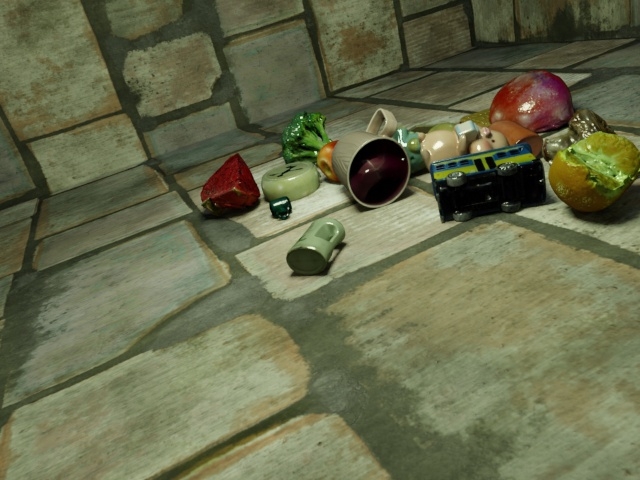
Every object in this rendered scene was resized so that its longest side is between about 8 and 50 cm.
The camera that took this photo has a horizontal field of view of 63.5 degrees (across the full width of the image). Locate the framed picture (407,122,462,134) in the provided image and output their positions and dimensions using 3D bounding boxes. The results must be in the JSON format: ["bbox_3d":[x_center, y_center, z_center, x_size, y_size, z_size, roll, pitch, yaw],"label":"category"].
[{"bbox_3d":[0.483,-0.464,2.227,0.289,0.020,0.211,7,33,41],"label":"framed picture"}]

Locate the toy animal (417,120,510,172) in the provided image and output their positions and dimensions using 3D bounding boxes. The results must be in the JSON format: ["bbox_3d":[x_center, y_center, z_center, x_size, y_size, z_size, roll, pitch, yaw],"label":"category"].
[{"bbox_3d":[0.451,-0.272,1.598,0.256,0.213,0.195,-14,46,19],"label":"toy animal"}]

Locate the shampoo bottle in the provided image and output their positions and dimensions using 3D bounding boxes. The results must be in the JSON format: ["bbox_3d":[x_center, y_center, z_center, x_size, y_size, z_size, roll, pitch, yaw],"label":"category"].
[{"bbox_3d":[0.000,0.000,1.444,0.118,0.087,0.234,-6,26,26],"label":"shampoo bottle"}]

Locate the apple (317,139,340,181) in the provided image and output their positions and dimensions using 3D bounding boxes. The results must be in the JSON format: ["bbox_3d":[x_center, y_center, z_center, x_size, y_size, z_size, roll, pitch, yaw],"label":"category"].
[{"bbox_3d":[0.070,-0.304,1.969,0.139,0.163,0.163,-37,31,-24],"label":"apple"}]

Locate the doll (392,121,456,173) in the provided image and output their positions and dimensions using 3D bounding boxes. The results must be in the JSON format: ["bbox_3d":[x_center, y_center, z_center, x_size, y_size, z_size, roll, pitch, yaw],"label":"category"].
[{"bbox_3d":[0.387,-0.321,1.803,0.260,0.161,0.177,-6,-13,22],"label":"doll"}]

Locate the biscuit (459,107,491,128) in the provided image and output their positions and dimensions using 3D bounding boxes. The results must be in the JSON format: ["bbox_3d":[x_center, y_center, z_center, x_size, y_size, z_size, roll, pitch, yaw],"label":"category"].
[{"bbox_3d":[0.728,-0.521,2.162,0.254,0.029,0.172,-22,32,-15],"label":"biscuit"}]

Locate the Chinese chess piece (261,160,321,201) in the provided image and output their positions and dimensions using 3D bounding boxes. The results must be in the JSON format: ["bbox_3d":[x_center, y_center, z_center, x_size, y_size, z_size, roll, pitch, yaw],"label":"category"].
[{"bbox_3d":[-0.115,-0.230,2.002,0.237,0.092,0.238,-13,23,6],"label":"Chinese chess piece"}]

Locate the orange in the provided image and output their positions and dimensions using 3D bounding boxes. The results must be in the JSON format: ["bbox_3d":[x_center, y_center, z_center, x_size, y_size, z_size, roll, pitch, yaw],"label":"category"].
[{"bbox_3d":[0.666,-0.163,1.284,0.237,0.158,0.179,-34,68,-33],"label":"orange"}]

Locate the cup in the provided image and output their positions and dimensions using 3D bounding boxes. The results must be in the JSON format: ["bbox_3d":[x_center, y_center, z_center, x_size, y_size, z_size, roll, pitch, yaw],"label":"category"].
[{"bbox_3d":[0.156,-0.280,1.721,0.208,0.288,0.273,-10,20,-8],"label":"cup"}]

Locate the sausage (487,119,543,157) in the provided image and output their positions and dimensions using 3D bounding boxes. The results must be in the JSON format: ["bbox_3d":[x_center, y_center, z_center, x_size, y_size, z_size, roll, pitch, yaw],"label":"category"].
[{"bbox_3d":[0.656,-0.350,1.774,0.113,0.114,0.259,-15,26,1],"label":"sausage"}]

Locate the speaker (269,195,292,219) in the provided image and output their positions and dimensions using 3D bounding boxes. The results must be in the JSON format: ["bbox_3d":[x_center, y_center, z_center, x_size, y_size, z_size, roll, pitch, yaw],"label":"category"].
[{"bbox_3d":[-0.136,-0.112,1.799,0.075,0.060,0.094,-21,25,-8],"label":"speaker"}]

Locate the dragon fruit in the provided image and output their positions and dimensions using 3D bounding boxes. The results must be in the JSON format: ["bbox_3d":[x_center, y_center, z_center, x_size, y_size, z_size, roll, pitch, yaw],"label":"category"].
[{"bbox_3d":[-0.344,-0.179,1.995,0.205,0.152,0.317,-33,31,10],"label":"dragon fruit"}]

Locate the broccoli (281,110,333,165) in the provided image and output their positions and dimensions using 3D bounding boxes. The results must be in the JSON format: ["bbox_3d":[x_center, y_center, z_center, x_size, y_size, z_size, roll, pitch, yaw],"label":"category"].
[{"bbox_3d":[-0.046,-0.393,2.189,0.269,0.269,0.254,4,40,37],"label":"broccoli"}]

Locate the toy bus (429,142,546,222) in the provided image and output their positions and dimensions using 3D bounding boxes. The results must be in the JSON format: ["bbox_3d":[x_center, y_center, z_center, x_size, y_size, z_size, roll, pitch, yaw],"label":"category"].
[{"bbox_3d":[0.462,-0.161,1.450,0.287,0.138,0.175,-10,26,13],"label":"toy bus"}]

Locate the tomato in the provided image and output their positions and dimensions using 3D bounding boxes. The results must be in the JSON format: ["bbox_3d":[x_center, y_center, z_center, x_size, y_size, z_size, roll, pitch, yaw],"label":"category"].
[{"bbox_3d":[0.797,-0.537,1.974,0.289,0.176,0.335,-17,34,3],"label":"tomato"}]

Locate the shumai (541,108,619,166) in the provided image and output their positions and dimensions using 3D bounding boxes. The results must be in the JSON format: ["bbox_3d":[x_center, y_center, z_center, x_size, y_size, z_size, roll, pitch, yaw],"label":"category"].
[{"bbox_3d":[0.754,-0.243,1.485,0.184,0.218,0.185,-39,-6,-47],"label":"shumai"}]
